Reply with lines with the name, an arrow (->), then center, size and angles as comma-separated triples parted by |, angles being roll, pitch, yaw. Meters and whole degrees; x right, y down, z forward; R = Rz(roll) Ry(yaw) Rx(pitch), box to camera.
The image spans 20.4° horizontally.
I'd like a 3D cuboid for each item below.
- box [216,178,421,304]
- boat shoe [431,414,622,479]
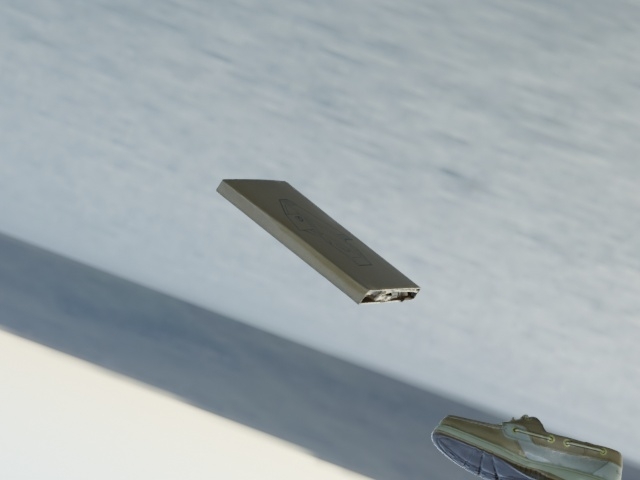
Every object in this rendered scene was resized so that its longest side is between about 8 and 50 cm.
box -> 0.000, 0.000, 1.895 | 0.201, 0.021, 0.164 | 39, -166, 18
boat shoe -> 0.146, 0.148, 1.249 | 0.135, 0.045, 0.050 | 20, 152, 8
